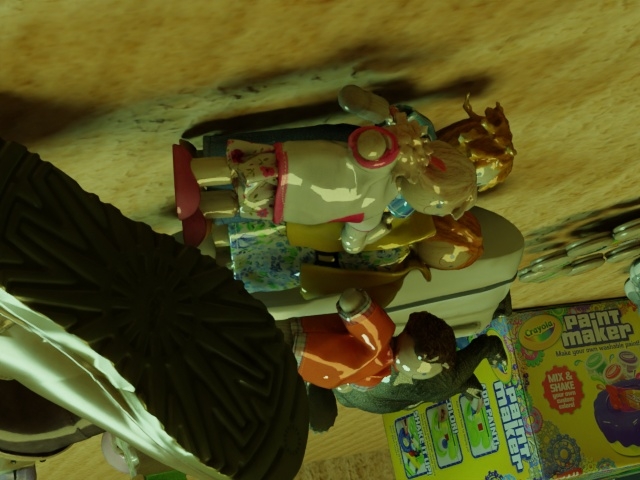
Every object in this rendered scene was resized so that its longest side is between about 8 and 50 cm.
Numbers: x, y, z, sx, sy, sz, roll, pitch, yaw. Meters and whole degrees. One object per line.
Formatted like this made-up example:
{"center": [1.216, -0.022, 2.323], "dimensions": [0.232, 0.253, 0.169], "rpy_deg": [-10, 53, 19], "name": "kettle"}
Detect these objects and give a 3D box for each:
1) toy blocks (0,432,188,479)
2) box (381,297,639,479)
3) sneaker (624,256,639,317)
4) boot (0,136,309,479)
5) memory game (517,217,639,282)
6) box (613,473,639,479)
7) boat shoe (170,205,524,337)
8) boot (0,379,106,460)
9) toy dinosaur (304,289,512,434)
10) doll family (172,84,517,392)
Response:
{"center": [-0.179, 0.302, 1.656], "dimensions": [0.309, 0.289, 0.260], "rpy_deg": [-11, 164, -17], "name": "toy blocks"}
{"center": [0.260, 0.178, 1.772], "dimensions": [0.290, 0.177, 0.279], "rpy_deg": [-5, 166, -29], "name": "box"}
{"center": [0.327, 0.073, 1.416], "dimensions": [0.086, 0.132, 0.229], "rpy_deg": [-20, 169, 5], "name": "sneaker"}
{"center": [-0.169, 0.055, 0.787], "dimensions": [0.269, 0.089, 0.236], "rpy_deg": [-18, 128, 42], "name": "boot"}
{"center": [0.241, 0.001, 1.258], "dimensions": [0.186, 0.012, 0.186], "rpy_deg": [-17, 170, -3], "name": "memory game"}
{"center": [0.522, 0.230, 1.981], "dimensions": [0.212, 0.294, 0.395], "rpy_deg": [-5, 166, -29], "name": "box"}
{"center": [0.004, 0.037, 0.999], "dimensions": [0.267, 0.096, 0.088], "rpy_deg": [-11, 127, -34], "name": "boat shoe"}
{"center": [-0.145, 0.089, 1.252], "dimensions": [0.248, 0.090, 0.207], "rpy_deg": [0, 152, -41], "name": "boot"}
{"center": [0.071, 0.098, 1.349], "dimensions": [0.160, 0.121, 0.313], "rpy_deg": [-20, 178, -29], "name": "toy dinosaur"}
{"center": [0.015, -0.017, 0.822], "dimensions": [0.163, 0.118, 0.263], "rpy_deg": [-5, 150, -2], "name": "doll family"}
